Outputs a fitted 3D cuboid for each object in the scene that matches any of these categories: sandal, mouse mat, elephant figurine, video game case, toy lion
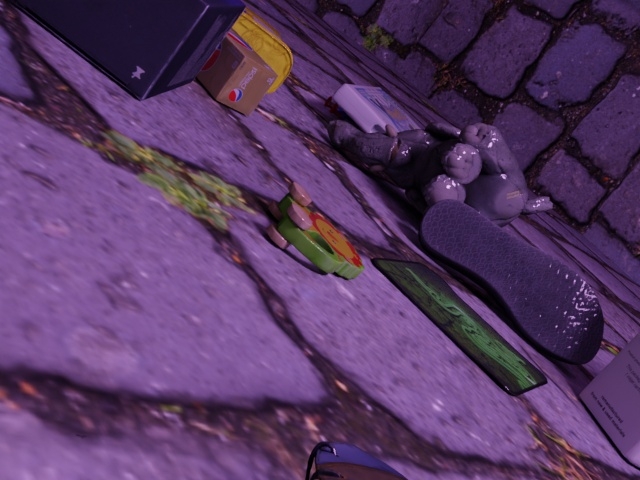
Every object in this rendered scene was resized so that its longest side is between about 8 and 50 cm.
[{"bbox_3d":[0.228,0.044,1.064,0.254,0.097,0.054,42,-12,12],"label":"sandal"},{"bbox_3d":[0.142,0.081,0.898,0.189,0.007,0.152,45,16,21],"label":"mouse mat"},{"bbox_3d":[0.154,-0.101,1.217,0.239,0.169,0.186,33,-26,57],"label":"elephant figurine"},{"bbox_3d":[0.164,-0.142,1.492,0.300,0.036,0.329,47,15,3],"label":"video game case"},{"bbox_3d":[0.000,0.000,0.761,0.096,0.034,0.100,43,13,-14],"label":"toy lion"}]

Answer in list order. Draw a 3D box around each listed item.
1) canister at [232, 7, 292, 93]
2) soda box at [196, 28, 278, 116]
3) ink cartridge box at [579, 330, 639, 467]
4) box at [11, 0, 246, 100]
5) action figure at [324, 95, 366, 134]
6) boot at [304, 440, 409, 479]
[{"bbox_3d":[-0.103,-0.276,1.249,0.126,0.073,0.170,34,14,-17],"label":"canister"},{"bbox_3d":[-0.126,-0.225,1.061,0.058,0.061,0.181,20,23,-48],"label":"soda box"},{"bbox_3d":[0.446,0.134,0.927,0.201,0.278,0.117,32,16,-25],"label":"ink cartridge box"},{"bbox_3d":[-0.176,-0.231,0.871,0.153,0.108,0.207,38,14,-6],"label":"box"},{"bbox_3d":[0.057,-0.206,1.514,0.115,0.030,0.038,28,15,-43],"label":"action figure"},{"bbox_3d":[0.002,0.128,0.342,0.219,0.082,0.106,20,1,-40],"label":"boot"}]
